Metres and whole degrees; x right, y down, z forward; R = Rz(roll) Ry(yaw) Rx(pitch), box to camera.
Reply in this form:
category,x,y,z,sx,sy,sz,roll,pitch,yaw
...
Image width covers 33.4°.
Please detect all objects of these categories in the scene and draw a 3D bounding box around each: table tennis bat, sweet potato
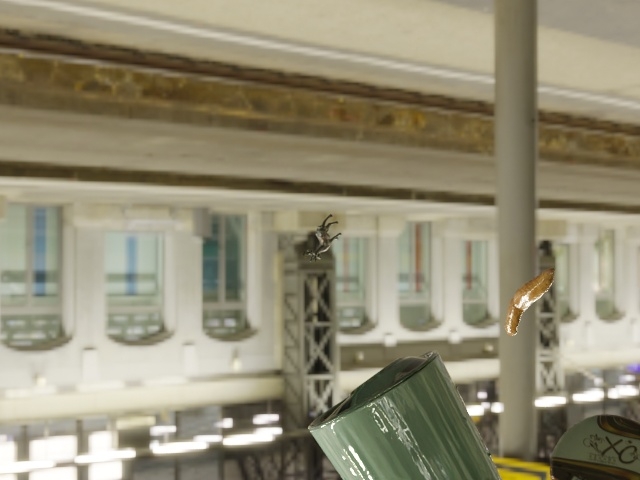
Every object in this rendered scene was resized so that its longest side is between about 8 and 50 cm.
category,x,y,z,sx,sy,sz,roll,pitch,yaw
table tennis bat,0.419,0.383,1.639,0.173,0.022,0.301,31,-125,26
sweet potato,0.342,0.100,1.787,0.044,0.044,0.179,1,141,-24

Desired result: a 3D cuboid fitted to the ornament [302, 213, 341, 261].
category,x,y,z,sx,sy,sz,roll,pitch,yaw
ornament,0.000,0.000,2.474,0.028,0.073,0.125,12,-140,41

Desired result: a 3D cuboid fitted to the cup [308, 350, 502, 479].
category,x,y,z,sx,sy,sz,roll,pitch,yaw
cup,0.197,0.452,2.241,0.310,0.392,0.401,-31,176,5
